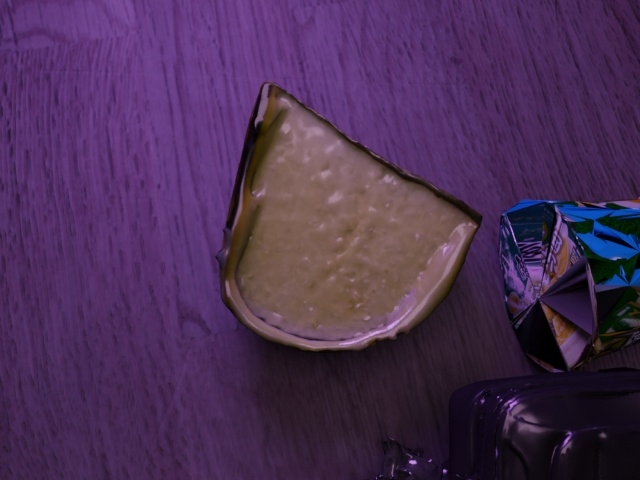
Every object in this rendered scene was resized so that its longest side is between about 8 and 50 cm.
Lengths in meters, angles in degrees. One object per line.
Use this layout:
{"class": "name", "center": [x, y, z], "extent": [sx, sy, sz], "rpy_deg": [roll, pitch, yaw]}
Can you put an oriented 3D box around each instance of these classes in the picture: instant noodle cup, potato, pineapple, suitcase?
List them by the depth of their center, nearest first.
{"class": "suitcase", "center": [0.297, 0.319, 0.835], "extent": [0.339, 0.188, 0.345], "rpy_deg": [-1, 90, -14]}
{"class": "pineapple", "center": [0.069, 0.357, 0.925], "extent": [0.119, 0.111, 0.237], "rpy_deg": [39, 66, -21]}
{"class": "instant noodle cup", "center": [0.365, 0.046, 0.981], "extent": [0.178, 0.240, 0.240], "rpy_deg": [-10, 72, -14]}
{"class": "potato", "center": [0.000, 0.000, 1.005], "extent": [0.330, 0.213, 0.280], "rpy_deg": [30, 89, -5]}
